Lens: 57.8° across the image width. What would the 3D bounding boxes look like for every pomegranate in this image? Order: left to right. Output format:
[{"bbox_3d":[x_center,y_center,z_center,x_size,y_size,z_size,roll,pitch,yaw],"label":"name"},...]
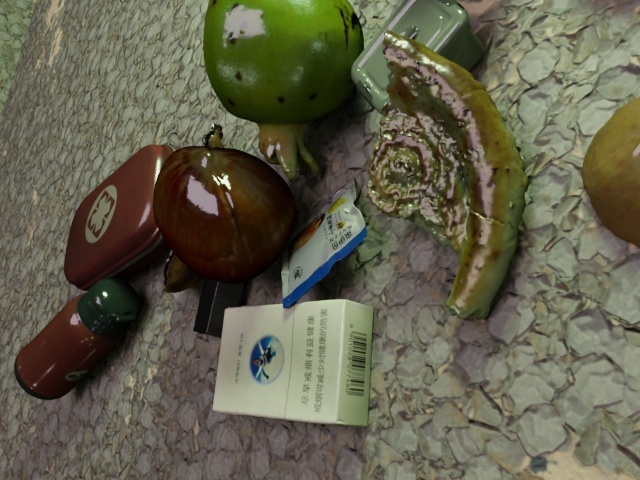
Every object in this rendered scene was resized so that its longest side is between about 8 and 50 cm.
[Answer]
[{"bbox_3d":[-0.054,-0.265,0.909,0.260,0.260,0.341,8,113,46],"label":"pomegranate"}]

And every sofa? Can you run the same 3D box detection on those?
[{"bbox_3d":[-0.171,0.097,1.022,0.085,0.060,0.147,-9,68,60],"label":"sofa"}]

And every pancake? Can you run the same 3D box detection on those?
[{"bbox_3d":[0.137,-0.086,0.710,0.197,0.054,0.377,-25,76,29],"label":"pancake"}]

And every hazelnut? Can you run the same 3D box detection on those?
[{"bbox_3d":[-0.158,-0.053,0.909,0.229,0.229,0.230,-18,64,39],"label":"hazelnut"}]

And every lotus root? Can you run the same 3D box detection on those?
[{"bbox_3d":[-0.217,-0.057,1.091,0.167,0.078,0.330,145,139,-74],"label":"lotus root"}]

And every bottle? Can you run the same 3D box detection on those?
[{"bbox_3d":[-0.515,0.208,1.255,0.336,0.144,0.144,-39,51,25],"label":"bottle"}]

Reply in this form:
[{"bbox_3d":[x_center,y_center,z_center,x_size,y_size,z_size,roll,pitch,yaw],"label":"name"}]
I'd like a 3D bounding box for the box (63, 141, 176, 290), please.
[{"bbox_3d":[-0.432,-0.043,1.275,0.403,0.108,0.263,-28,52,35],"label":"box"}]

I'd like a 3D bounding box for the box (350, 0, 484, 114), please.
[{"bbox_3d":[0.139,-0.251,0.811,0.172,0.092,0.124,-47,49,22],"label":"box"}]

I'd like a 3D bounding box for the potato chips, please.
[{"bbox_3d":[0.356,-0.083,0.562,0.208,0.061,0.196,24,95,44],"label":"potato chips"}]

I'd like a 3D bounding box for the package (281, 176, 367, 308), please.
[{"bbox_3d":[0.000,0.000,0.868,0.171,0.027,0.173,-41,26,20],"label":"package"}]

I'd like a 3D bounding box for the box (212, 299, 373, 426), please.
[{"bbox_3d":[-0.045,0.178,0.851,0.256,0.069,0.164,-9,69,41],"label":"box"}]
